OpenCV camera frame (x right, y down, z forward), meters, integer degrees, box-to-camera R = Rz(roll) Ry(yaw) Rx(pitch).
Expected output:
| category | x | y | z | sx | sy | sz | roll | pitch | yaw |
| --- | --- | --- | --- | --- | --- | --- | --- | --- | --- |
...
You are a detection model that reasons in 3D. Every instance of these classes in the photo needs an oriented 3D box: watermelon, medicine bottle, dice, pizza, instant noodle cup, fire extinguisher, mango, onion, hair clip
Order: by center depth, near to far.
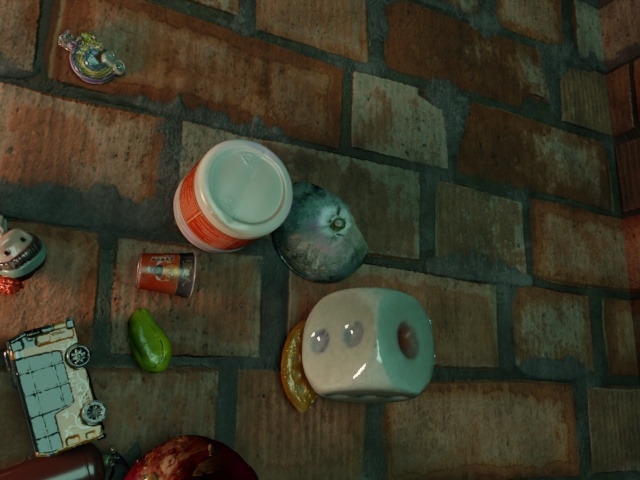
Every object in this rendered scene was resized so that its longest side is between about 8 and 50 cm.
| category | x | y | z | sx | sy | sz | roll | pitch | yaw |
| --- | --- | --- | --- | --- | --- | --- | --- | --- | --- |
| fire extinguisher | -0.579 | 0.523 | 1.311 | 0.337 | 0.135 | 0.114 | -13 | 43 | -30 |
| onion | -0.264 | 0.626 | 1.369 | 0.385 | 0.347 | 0.348 | 54 | 52 | -50 |
| mango | -0.418 | 0.245 | 1.487 | 0.091 | 0.074 | 0.165 | -15 | 73 | -25 |
| instant noodle cup | -0.386 | 0.081 | 1.522 | 0.135 | 0.127 | 0.127 | 7 | 74 | -19 |
| medicine bottle | -0.229 | -0.108 | 1.578 | 0.252 | 0.241 | 0.252 | 7 | 75 | -28 |
| hair clip | -0.597 | -0.469 | 1.580 | 0.172 | 0.049 | 0.116 | 42 | 75 | -23 |
| dice | 0.126 | 0.285 | 1.627 | 0.268 | 0.262 | 0.265 | 24 | 58 | -44 |
| pizza | -0.056 | 0.343 | 1.668 | 0.127 | 0.058 | 0.246 | -3 | 79 | -30 |
| watermelon | 0.003 | -0.002 | 1.718 | 0.322 | 0.175 | 0.188 | 44 | 61 | -12 |

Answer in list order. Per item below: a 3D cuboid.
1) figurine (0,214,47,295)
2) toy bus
| category | x | y | z | sx | sy | sz | roll | pitch | yaw |
| --- | --- | --- | --- | --- | --- | --- | --- | --- | --- |
| figurine | -0.730 | -0.001 | 1.357 | 0.245 | 0.110 | 0.138 | 44 | 71 | -9 |
| toy bus | -0.582 | 0.318 | 1.341 | 0.167 | 0.138 | 0.275 | -14 | 87 | -29 |
